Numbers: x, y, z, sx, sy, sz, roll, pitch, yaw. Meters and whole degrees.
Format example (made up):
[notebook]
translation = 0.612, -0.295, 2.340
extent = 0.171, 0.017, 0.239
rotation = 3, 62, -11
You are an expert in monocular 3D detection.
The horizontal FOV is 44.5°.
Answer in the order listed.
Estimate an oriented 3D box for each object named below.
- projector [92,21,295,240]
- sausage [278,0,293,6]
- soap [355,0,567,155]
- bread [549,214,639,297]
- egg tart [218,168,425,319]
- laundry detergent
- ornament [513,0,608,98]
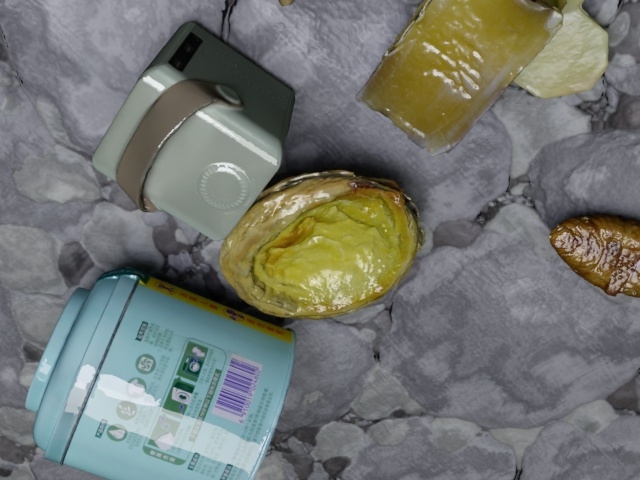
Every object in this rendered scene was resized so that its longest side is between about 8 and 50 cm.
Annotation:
[projector]
translation = -0.141, -0.127, 0.915
extent = 0.177, 0.242, 0.163
rotation = 32, 116, -13
[sausage]
translation = -0.048, -0.338, 0.907
extent = 0.024, 0.024, 0.132
rotation = -5, 120, 7
[soap]
translation = 0.158, -0.215, 0.903
extent = 0.135, 0.076, 0.233
rotation = 35, 132, -7
[bread]
translation = 0.417, 0.024, 1.062
extent = 0.233, 0.076, 0.105
rotation = 16, 109, 2
[egg tart]
translation = 0.000, 0.000, 1.044
extent = 0.279, 0.095, 0.279
rotation = -7, 137, -7
[laundry detergent]
translation = -0.227, 0.202, 1.093
extent = 0.305, 0.287, 0.287
rotation = 23, 120, -10
[ornament]
translation = 0.239, -0.260, 0.917
extent = 0.180, 0.059, 0.201
rotation = -7, 122, 15
